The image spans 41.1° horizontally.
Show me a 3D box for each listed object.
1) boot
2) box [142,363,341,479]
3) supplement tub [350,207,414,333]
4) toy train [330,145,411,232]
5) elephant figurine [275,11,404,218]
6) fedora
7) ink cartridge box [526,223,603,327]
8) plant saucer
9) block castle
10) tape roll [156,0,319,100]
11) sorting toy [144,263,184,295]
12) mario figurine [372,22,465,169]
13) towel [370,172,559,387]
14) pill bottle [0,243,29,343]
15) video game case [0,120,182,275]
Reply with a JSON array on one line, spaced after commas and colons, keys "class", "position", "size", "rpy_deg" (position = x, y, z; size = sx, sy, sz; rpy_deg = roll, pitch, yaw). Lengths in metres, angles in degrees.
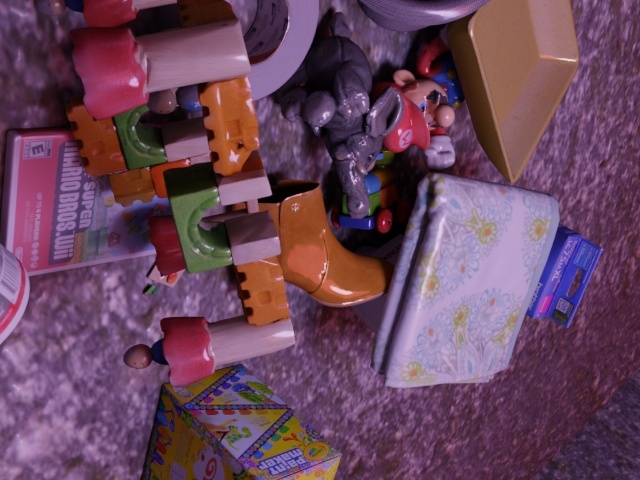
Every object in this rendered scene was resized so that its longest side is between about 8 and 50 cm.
[{"class": "boot", "position": [-0.001, -0.001, 1.386], "size": [0.295, 0.104, 0.211], "rpy_deg": [-4, 125, -13]}, {"class": "box", "position": [-0.151, 0.420, 1.463], "size": [0.177, 0.279, 0.289], "rpy_deg": [-8, 123, -44]}, {"class": "supplement tub", "position": [0.207, 0.035, 1.628], "size": [0.316, 0.194, 0.193], "rpy_deg": [-36, 138, -24]}, {"class": "toy train", "position": [0.110, -0.105, 1.517], "size": [0.248, 0.105, 0.143], "rpy_deg": [-25, 119, -60]}, {"class": "elephant figurine", "position": [0.044, -0.186, 1.327], "size": [0.186, 0.169, 0.239], "rpy_deg": [-38, 139, 8]}, {"class": "fedora", "position": [0.151, -0.406, 1.254], "size": [0.275, 0.244, 0.124], "rpy_deg": [-42, 170, -17]}, {"class": "ink cartridge box", "position": [0.396, 0.027, 1.727], "size": [0.065, 0.311, 0.185], "rpy_deg": [-3, 118, -47]}, {"class": "plant saucer", "position": [0.316, -0.323, 1.411], "size": [0.332, 0.081, 0.332], "rpy_deg": [-56, 140, -29]}, {"class": "block castle", "position": [-0.179, -0.084, 0.988], "size": [0.213, 0.303, 0.453], "rpy_deg": [-13, 129, -6]}, {"class": "tape roll", "position": [-0.107, -0.299, 1.142], "size": [0.219, 0.072, 0.219], "rpy_deg": [-26, 134, -31]}, {"class": "sorting toy", "position": [-0.237, 0.054, 1.314], "size": [0.062, 0.012, 0.083], "rpy_deg": [28, 95, -53]}, {"class": "mario figurine", "position": [0.223, -0.249, 1.441], "size": [0.320, 0.170, 0.198], "rpy_deg": [-42, 98, -27]}, {"class": "towel", "position": [0.258, 0.079, 1.496], "size": [0.321, 0.090, 0.374], "rpy_deg": [4, 105, -42]}, {"class": "pill bottle", "position": [-0.462, 0.009, 0.918], "size": [0.161, 0.161, 0.283], "rpy_deg": [-46, 141, -12]}, {"class": "video game case", "position": [-0.291, -0.060, 1.161], "size": [0.285, 0.025, 0.204], "rpy_deg": [-11, 125, -43]}]
